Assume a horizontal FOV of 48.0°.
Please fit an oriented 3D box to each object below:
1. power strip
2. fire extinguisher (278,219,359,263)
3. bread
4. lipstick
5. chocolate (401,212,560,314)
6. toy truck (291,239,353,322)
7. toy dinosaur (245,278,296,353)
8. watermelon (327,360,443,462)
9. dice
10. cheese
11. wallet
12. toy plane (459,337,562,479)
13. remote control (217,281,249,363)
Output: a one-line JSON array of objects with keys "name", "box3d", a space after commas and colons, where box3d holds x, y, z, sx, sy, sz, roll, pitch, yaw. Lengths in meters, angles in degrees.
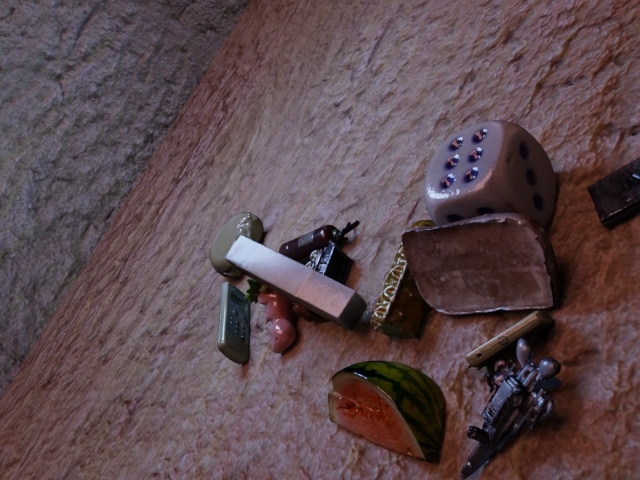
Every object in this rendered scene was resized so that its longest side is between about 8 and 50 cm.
[{"name": "power strip", "box3d": [0.318, 0.173, 1.235, 0.169, 0.076, 0.028, -38, 66, 20]}, {"name": "fire extinguisher", "box3d": [0.000, 0.000, 1.856, 0.231, 0.071, 0.099, -24, 13, 37]}, {"name": "bread", "box3d": [0.191, 0.075, 1.494, 0.098, 0.087, 0.270, -7, 53, 51]}, {"name": "lipstick", "box3d": [-0.063, 0.092, 1.642, 0.371, 0.080, 0.076, 25, 74, 37]}, {"name": "chocolate", "box3d": [0.299, 0.036, 1.332, 0.303, 0.185, 0.100, -9, 20, 45]}, {"name": "toy truck", "box3d": [0.009, 0.099, 1.717, 0.092, 0.083, 0.192, -6, 52, 44]}, {"name": "toy dinosaur", "box3d": [-0.106, 0.155, 1.763, 0.194, 0.152, 0.177, -57, 38, 3]}, {"name": "watermelon", "box3d": [0.106, 0.286, 1.343, 0.303, 0.128, 0.159, 5, 62, 55]}, {"name": "dice", "box3d": [0.329, -0.104, 1.396, 0.194, 0.192, 0.193, -14, 46, 49]}, {"name": "cheese", "box3d": [-0.256, 0.023, 2.146, 0.175, 0.091, 0.203, -18, 45, 42]}, {"name": "wallet", "box3d": [0.553, -0.098, 1.249, 0.165, 0.030, 0.111, -32, 31, 27]}, {"name": "toy plane", "box3d": [0.289, 0.279, 1.155, 0.246, 0.078, 0.169, -51, 21, 4]}, {"name": "remote control", "box3d": [-0.228, 0.215, 1.896, 0.038, 0.098, 0.234, -32, 35, 20]}]
